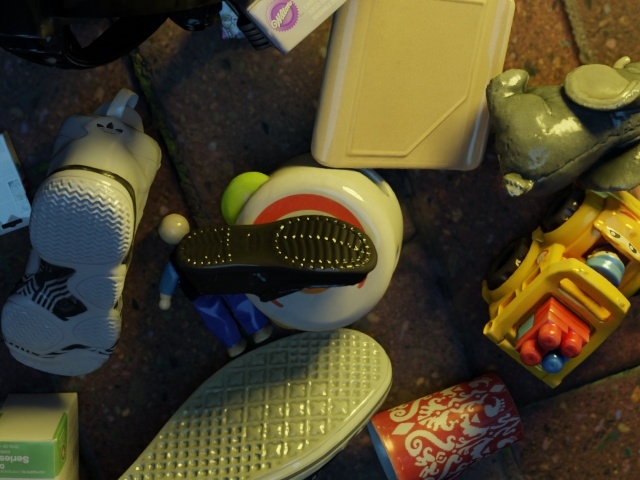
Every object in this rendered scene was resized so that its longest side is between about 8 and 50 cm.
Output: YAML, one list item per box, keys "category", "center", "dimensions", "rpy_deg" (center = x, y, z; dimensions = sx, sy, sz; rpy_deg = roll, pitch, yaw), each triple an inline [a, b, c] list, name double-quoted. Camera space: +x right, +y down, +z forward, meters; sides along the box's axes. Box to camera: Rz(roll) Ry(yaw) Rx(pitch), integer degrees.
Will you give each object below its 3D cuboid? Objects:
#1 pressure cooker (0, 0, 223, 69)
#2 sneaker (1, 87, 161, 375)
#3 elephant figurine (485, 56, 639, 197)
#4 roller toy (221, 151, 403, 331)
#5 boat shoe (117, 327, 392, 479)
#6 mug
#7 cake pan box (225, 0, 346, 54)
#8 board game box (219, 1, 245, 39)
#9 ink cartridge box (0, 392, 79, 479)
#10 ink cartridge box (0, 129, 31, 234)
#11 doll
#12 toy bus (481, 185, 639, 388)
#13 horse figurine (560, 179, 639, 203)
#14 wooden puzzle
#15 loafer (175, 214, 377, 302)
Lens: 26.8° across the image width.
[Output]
- category: "pressure cooker"
  center: [-0.221, -0.379, 1.303]
  dimensions: [0.369, 0.375, 0.420]
  rpy_deg: [-13, 118, -24]
- category: "sneaker"
  center: [-0.271, -0.005, 1.571]
  dimensions: [0.137, 0.210, 0.366]
  rpy_deg: [17, 138, -6]
- category: "elephant figurine"
  center: [0.316, -0.140, 1.520]
  dimensions: [0.239, 0.169, 0.186]
  rpy_deg: [-12, 75, 10]
- category: "roller toy"
  center: [0.000, 0.000, 1.571]
  dimensions: [0.191, 0.146, 0.209]
  rpy_deg: [-13, 104, 13]
- category: "boat shoe"
  center: [-0.114, 0.295, 1.612]
  dimensions: [0.500, 0.187, 0.156]
  rpy_deg: [-42, 146, -14]
- category: "mug"
  center: [0.154, 0.240, 1.670]
  dimensions: [0.169, 0.150, 0.113]
  rpy_deg: [-23, 76, -6]
- category: "cake pan box"
  center: [0.012, -0.313, 1.425]
  dimensions: [0.267, 0.246, 0.070]
  rpy_deg: [-42, 106, 0]
- category: "board game box"
  center: [-0.077, -0.284, 1.558]
  dimensions: [0.090, 0.020, 0.090]
  rpy_deg: [-9, 104, -1]
- category: "ink cartridge box"
  center: [-0.348, 0.310, 1.634]
  dimensions: [0.093, 0.154, 0.212]
  rpy_deg: [-1, 105, -1]
- category: "ink cartridge box"
  center: [-0.384, -0.067, 1.599]
  dimensions: [0.062, 0.029, 0.115]
  rpy_deg: [-19, 106, 2]
- category: "doll"
  center: [-0.139, 0.051, 1.630]
  dimensions: [0.129, 0.046, 0.189]
  rpy_deg: [-29, 104, 10]
- category: "toy bus"
  center: [0.291, 0.062, 1.552]
  dimensions: [0.149, 0.211, 0.220]
  rpy_deg: [39, 116, -6]
- category: "horse figurine"
  center: [0.446, -0.051, 1.616]
  dimensions: [0.263, 0.066, 0.174]
  rpy_deg: [33, 98, -9]
- category: "wooden puzzle"
  center: [0.104, -0.191, 1.543]
  dimensions: [0.238, 0.044, 0.221]
  rpy_deg: [0, 107, -34]
- category: "loafer"
  center: [-0.045, 0.024, 1.477]
  dimensions: [0.220, 0.080, 0.078]
  rpy_deg: [1, 140, 8]
